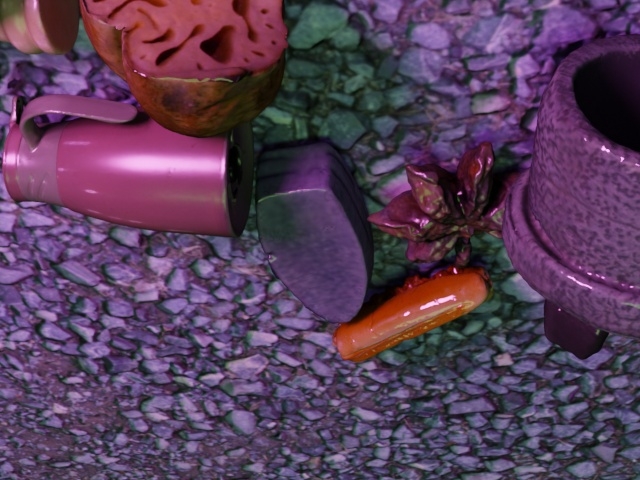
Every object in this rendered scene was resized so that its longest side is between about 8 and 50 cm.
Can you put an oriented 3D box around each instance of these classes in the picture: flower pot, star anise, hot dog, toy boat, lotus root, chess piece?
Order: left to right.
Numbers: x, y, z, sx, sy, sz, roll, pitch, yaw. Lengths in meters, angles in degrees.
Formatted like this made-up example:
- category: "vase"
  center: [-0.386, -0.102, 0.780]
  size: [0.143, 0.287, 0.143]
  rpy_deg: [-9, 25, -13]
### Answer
- category: "chess piece"
  center: [-0.333, -0.230, 1.075]
  size: [0.170, 0.094, 0.094]
  rpy_deg: [1, 141, 15]
- category: "lotus root"
  center: [-0.136, -0.182, 1.046]
  size: [0.199, 0.188, 0.180]
  rpy_deg: [7, 150, -10]
- category: "toy boat"
  center: [0.000, 0.000, 1.331]
  size: [0.127, 0.078, 0.283]
  rpy_deg: [-10, 137, 10]
- category: "hot dog"
  center: [0.111, 0.092, 1.430]
  size: [0.249, 0.102, 0.076]
  rpy_deg: [-27, 91, 27]
- category: "star anise"
  center: [0.163, -0.038, 1.279]
  size: [0.212, 0.073, 0.197]
  rpy_deg: [-27, 134, 27]
- category: "flower pot"
  center: [0.349, -0.041, 1.130]
  size: [0.299, 0.299, 0.283]
  rpy_deg: [2, 131, 0]

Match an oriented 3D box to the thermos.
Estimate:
- category: "thermos"
  center: [-0.216, -0.090, 1.188]
  size: [0.265, 0.146, 0.176]
  rpy_deg: [4, 144, 6]
